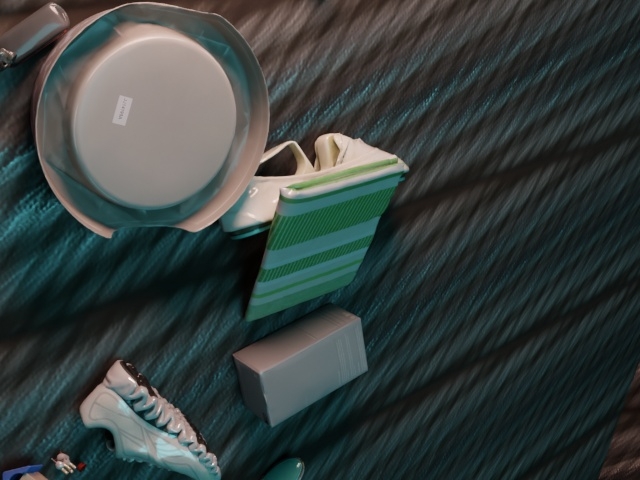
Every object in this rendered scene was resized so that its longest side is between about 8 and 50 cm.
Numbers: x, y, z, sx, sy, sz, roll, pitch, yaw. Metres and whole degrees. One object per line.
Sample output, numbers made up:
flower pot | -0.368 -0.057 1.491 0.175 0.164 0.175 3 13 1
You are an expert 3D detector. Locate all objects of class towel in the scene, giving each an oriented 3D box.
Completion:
towel | 0.000 0.000 1.327 0.248 0.038 0.324 -19 148 -31

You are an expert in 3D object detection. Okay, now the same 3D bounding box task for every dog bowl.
dog bowl | -0.246 -0.172 1.103 0.349 0.102 0.348 -16 118 -33

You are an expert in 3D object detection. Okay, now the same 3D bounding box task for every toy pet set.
toy pet set | -0.444 0.383 1.196 0.122 0.065 0.114 -57 165 -6

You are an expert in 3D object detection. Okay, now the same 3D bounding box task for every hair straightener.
hair straightener | -0.420 -0.234 0.978 0.230 0.089 0.047 -37 107 -21

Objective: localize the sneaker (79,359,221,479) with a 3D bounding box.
sneaker | -0.277 0.325 1.277 0.118 0.110 0.292 -44 119 -10

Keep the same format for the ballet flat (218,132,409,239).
ballet flat | -0.007 -0.118 1.337 0.400 0.139 0.139 -21 117 -33

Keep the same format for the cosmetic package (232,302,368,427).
cosmetic package | -0.034 0.228 1.438 0.238 0.107 0.127 -22 117 -29

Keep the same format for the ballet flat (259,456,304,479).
ballet flat | -0.101 0.504 1.508 0.188 0.070 0.070 -43 127 -18
